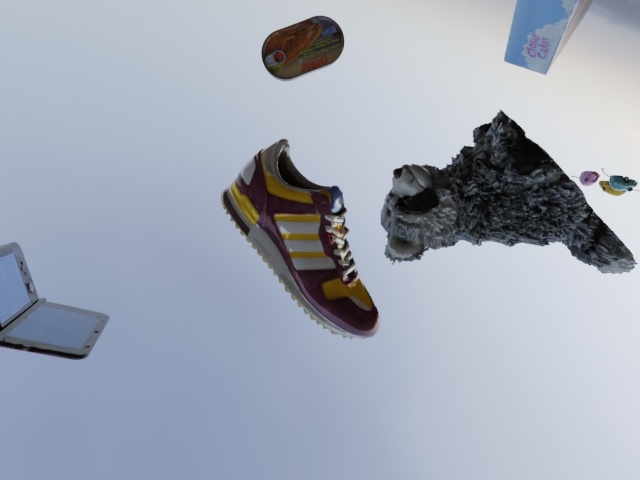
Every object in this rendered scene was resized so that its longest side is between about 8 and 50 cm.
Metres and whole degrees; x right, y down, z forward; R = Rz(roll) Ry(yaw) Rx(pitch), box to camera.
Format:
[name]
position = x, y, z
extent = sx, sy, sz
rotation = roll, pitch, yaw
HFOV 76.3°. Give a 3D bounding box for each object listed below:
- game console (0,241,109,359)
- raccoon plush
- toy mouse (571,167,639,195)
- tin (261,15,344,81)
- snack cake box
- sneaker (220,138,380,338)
[game console]
position = -0.303, 0.060, 0.445
extent = 0.085, 0.124, 0.144
rotation = -14, -168, -16
[raccoon plush]
position = 0.317, -0.002, 0.737
extent = 0.446, 0.299, 0.216
rotation = 44, -155, -5
[toy mouse]
position = 0.668, -0.136, 0.956
extent = 0.161, 0.031, 0.143
rotation = 24, -172, 40
[tin]
position = -0.039, -0.426, 0.912
extent = 0.189, 0.106, 0.040
rotation = -21, -173, -2
[snack cake box]
position = 0.390, -0.412, 0.656
extent = 0.089, 0.152, 0.264
rotation = 31, -178, 20
[sneaker]
position = 0.000, 0.000, 0.348
extent = 0.185, 0.084, 0.069
rotation = 47, -160, -1
